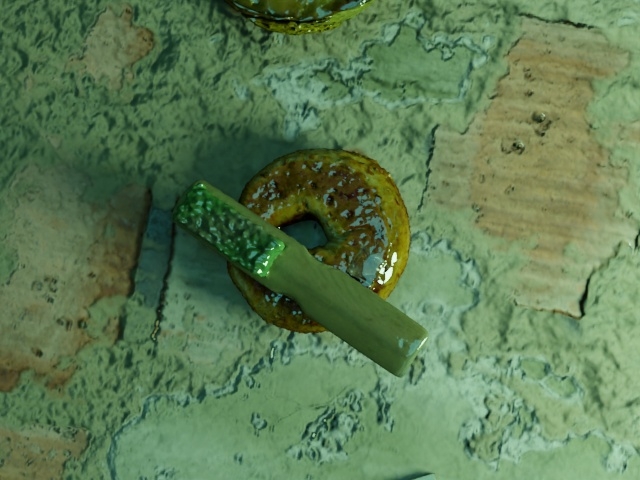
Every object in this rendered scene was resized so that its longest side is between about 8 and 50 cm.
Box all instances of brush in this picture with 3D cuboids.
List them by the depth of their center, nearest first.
[{"bbox_3d":[-0.025,0.031,1.272,0.282,0.048,0.054,34,92,17],"label":"brush"}]

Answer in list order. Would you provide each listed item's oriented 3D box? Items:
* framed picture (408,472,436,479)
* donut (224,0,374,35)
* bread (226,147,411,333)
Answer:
[{"bbox_3d":[0.055,0.297,1.301,0.149,0.011,0.109,-17,81,2],"label":"framed picture"},{"bbox_3d":[-0.024,-0.330,1.358,0.272,0.107,0.272,0,77,2],"label":"donut"},{"bbox_3d":[0.000,0.000,1.326,0.193,0.064,0.193,-2,80,10],"label":"bread"}]
